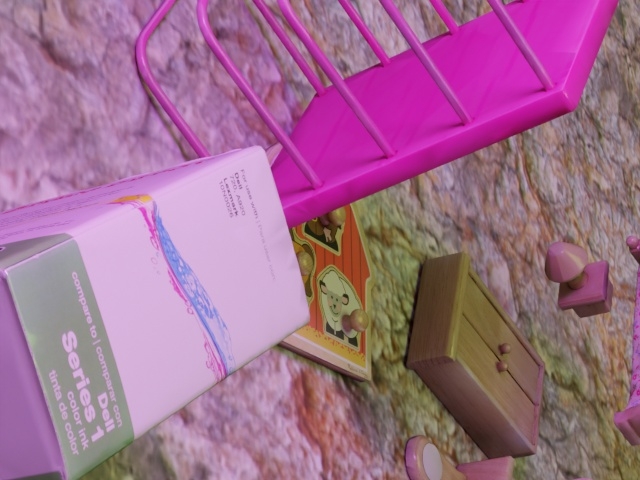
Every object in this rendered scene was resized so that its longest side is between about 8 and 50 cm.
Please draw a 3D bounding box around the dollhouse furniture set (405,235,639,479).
[{"bbox_3d":[0.269,0.091,1.653,0.174,0.355,0.303,49,40,-39],"label":"dollhouse furniture set"}]

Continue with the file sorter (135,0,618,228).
[{"bbox_3d":[0.039,-0.164,1.411,0.182,0.290,0.202,54,35,-20],"label":"file sorter"}]

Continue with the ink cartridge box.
[{"bbox_3d":[-0.159,0.048,1.069,0.278,0.201,0.117,-30,106,-61],"label":"ink cartridge box"}]

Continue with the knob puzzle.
[{"bbox_3d":[0.000,0.000,1.550,0.213,0.030,0.213,32,51,-51],"label":"knob puzzle"}]
